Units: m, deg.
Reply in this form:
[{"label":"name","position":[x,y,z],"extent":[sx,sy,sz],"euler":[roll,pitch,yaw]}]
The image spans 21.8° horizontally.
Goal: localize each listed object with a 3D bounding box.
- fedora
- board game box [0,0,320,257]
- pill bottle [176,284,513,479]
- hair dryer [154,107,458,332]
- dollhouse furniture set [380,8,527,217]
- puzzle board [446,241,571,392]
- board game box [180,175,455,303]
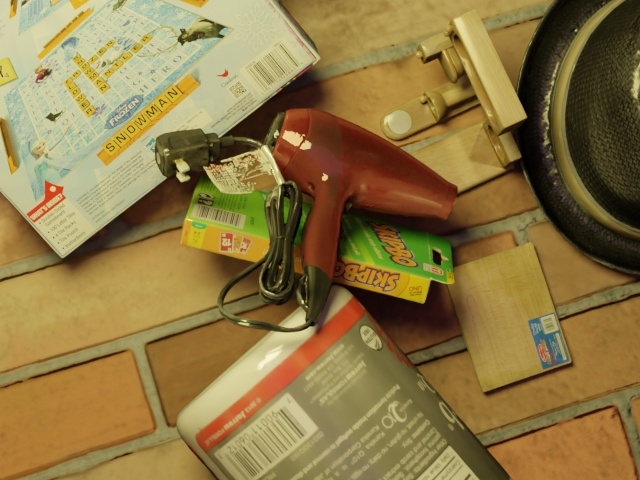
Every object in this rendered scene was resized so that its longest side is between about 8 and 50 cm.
[{"label":"fedora","position":[0.348,-0.133,1.621],"extent":[0.334,0.152,0.334],"euler":[0,86,-4]},{"label":"board game box","position":[-0.221,-0.198,1.539],"extent":[0.319,0.066,0.318],"euler":[-36,111,8]},{"label":"pill bottle","position":[0.055,0.237,1.545],"extent":[0.210,0.210,0.363],"euler":[-41,90,-6]},{"label":"hair dryer","position":[0.000,-0.023,1.541],"extent":[0.293,0.080,0.223],"euler":[-16,69,-30]},{"label":"dollhouse furniture set","position":[0.114,-0.120,1.604],"extent":[0.123,0.151,0.144],"euler":[-25,86,-5]},{"label":"puzzle board","position":[0.187,0.077,1.665],"extent":[0.096,0.011,0.128],"euler":[-18,88,-6]},{"label":"board game box","position":[0.000,0.000,1.601],"extent":[0.259,0.124,0.039],"euler":[12,111,-2]}]
